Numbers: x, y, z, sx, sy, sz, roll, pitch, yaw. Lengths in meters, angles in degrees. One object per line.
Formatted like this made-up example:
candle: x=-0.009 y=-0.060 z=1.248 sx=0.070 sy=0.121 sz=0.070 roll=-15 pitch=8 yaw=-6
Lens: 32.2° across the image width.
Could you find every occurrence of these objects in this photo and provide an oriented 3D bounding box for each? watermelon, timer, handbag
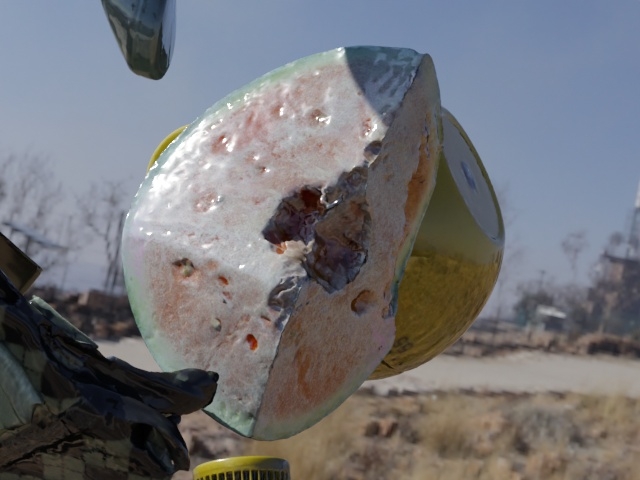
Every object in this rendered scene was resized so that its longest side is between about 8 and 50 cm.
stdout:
watermelon: x=-0.028 y=0.002 z=0.916 sx=0.188 sy=0.322 sz=0.175 roll=22 pitch=-22 yaw=33
timer: x=0.000 y=0.000 z=1.258 sx=0.387 sy=0.376 sz=0.376 roll=-22 pitch=-16 yaw=19
handbag: x=-0.300 y=0.059 z=0.780 sx=0.316 sy=0.180 sz=0.416 roll=-24 pitch=-59 yaw=42

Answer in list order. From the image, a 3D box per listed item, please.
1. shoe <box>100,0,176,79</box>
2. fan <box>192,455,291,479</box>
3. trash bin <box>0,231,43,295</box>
shoe: x=-0.138 y=-0.194 z=0.767 sx=0.078 sy=0.195 sz=0.079 roll=2 pitch=-30 yaw=-4
fan: x=-0.057 y=0.219 z=0.959 sx=0.082 sy=0.039 sz=0.155 roll=-10 pitch=-22 yaw=9
trash bin: x=-0.453 y=0.077 z=1.214 sx=0.164 sy=0.240 sz=0.122 roll=21 pitch=-21 yaw=35
